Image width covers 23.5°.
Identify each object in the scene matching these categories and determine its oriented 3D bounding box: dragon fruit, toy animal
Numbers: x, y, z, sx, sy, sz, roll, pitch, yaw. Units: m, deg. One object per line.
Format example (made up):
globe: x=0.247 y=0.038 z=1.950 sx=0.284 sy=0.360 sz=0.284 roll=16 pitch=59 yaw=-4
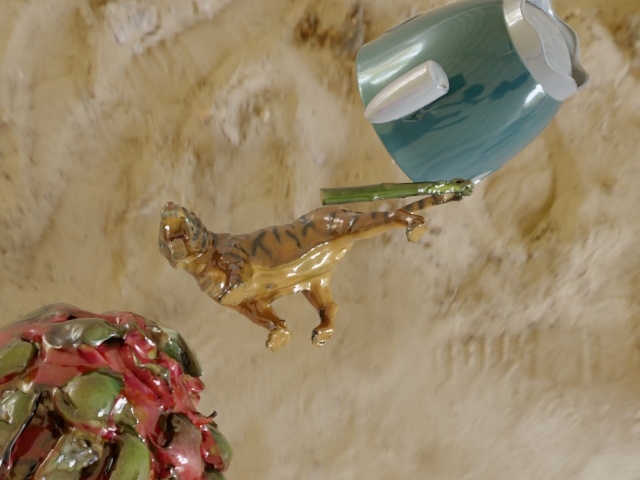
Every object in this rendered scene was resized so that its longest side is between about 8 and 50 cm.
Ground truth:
dragon fruit: x=-0.195 y=0.186 z=1.107 sx=0.302 sy=0.237 sz=0.231 roll=-52 pitch=121 yaw=-35
toy animal: x=-0.001 y=0.006 z=1.289 sx=0.255 sy=0.114 sz=0.116 roll=-17 pitch=50 yaw=-14

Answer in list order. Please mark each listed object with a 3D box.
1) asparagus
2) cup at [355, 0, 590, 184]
asparagus: x=0.062 y=-0.039 z=1.217 sx=0.127 sy=0.018 sz=0.015 roll=-4 pitch=87 yaw=-12
cup: x=0.148 y=-0.148 z=1.420 sx=0.173 sy=0.300 sz=0.167 roll=-28 pitch=85 yaw=27
